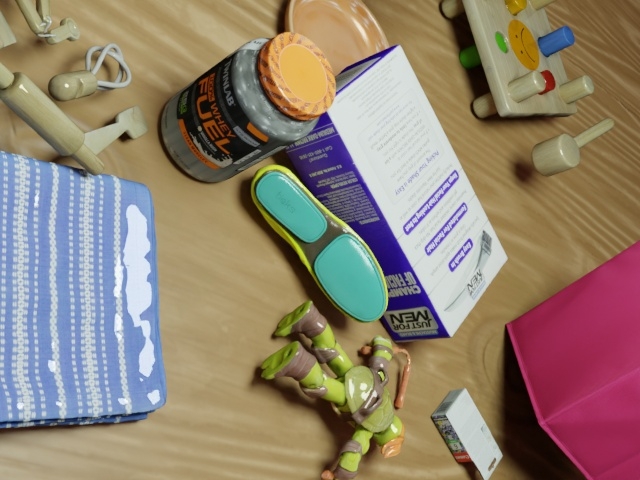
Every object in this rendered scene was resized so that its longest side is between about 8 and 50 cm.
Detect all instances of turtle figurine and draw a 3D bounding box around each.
[{"bbox_3d":[0.031,0.187,0.947,0.217,0.087,0.270,45,49,-22],"label":"turtle figurine"}]

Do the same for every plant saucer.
[{"bbox_3d":[0.023,-0.268,1.152,0.200,0.037,0.200,19,62,-39],"label":"plant saucer"}]

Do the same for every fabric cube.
[{"bbox_3d":[0.461,0.199,1.169,0.259,0.258,0.254,47,18,-20],"label":"fabric cube"}]

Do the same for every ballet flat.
[{"bbox_3d":[0.000,0.000,0.999,0.077,0.077,0.231,-40,100,-1],"label":"ballet flat"}]

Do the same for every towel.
[{"bbox_3d":[-0.263,0.039,0.699,0.336,0.040,0.243,11,71,-54],"label":"towel"}]

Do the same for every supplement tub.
[{"bbox_3d":[-0.079,-0.145,0.897,0.117,0.190,0.117,18,62,-38],"label":"supplement tub"}]

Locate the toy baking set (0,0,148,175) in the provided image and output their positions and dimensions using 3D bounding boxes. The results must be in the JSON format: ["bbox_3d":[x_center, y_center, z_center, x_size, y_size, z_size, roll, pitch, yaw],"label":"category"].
[{"bbox_3d":[-0.239,-0.162,0.786,0.256,0.030,0.197,53,26,-42],"label":"toy baking set"}]

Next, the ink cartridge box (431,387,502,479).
[{"bbox_3d":[0.201,0.268,1.120,0.063,0.029,0.115,-39,103,-45],"label":"ink cartridge box"}]

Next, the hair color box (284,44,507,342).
[{"bbox_3d":[0.100,-0.057,1.068,0.185,0.110,0.339,-44,110,-40],"label":"hair color box"}]

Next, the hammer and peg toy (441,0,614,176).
[{"bbox_3d":[0.361,-0.282,1.416,0.266,0.127,0.361,-11,82,-47],"label":"hammer and peg toy"}]
